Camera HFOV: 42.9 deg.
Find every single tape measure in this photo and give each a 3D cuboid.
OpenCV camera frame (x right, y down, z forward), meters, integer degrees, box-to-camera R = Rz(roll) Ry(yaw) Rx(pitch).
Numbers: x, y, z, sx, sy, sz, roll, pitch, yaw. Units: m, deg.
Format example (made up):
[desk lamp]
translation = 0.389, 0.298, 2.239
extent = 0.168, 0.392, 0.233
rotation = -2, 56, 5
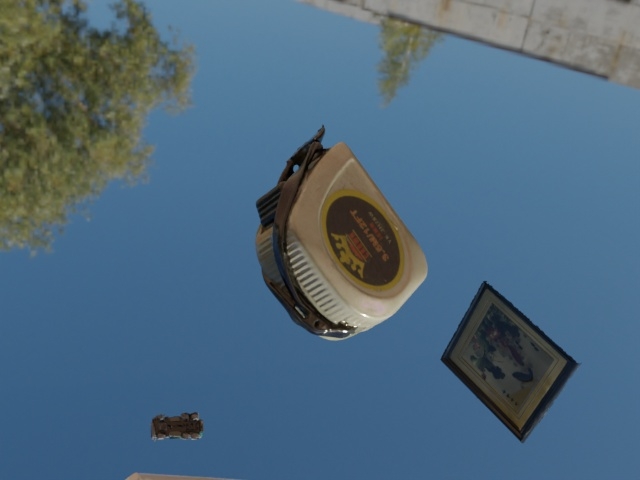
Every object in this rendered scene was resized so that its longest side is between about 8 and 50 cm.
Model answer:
[tape measure]
translation = 0.000, 0.000, 1.125
extent = 0.271, 0.133, 0.231
rotation = 57, -138, -4

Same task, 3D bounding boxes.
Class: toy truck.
[toy truck]
translation = -0.219, 0.287, 1.244
extent = 0.083, 0.044, 0.039
rotation = 3, -115, -23

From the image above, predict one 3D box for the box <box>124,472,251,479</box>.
[box]
translation = -0.158, 0.284, 0.577
extent = 0.111, 0.260, 0.194
rotation = 52, -177, 26

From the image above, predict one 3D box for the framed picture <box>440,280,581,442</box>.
[framed picture]
translation = 0.289, 0.191, 1.277
extent = 0.010, 0.199, 0.195
rotation = -18, -129, -38
